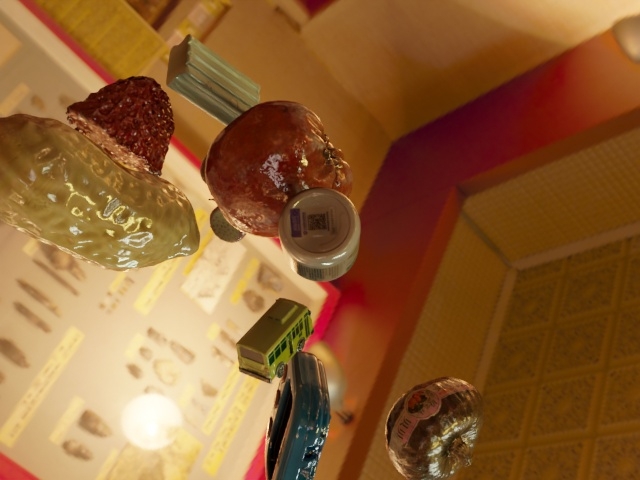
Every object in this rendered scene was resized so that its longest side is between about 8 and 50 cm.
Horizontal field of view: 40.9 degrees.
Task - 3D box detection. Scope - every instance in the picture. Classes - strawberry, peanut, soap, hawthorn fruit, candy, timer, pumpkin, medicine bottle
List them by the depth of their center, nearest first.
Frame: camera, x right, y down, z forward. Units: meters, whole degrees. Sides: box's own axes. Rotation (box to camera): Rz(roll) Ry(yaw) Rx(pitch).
[{"bbox_3d":[-0.278,-0.048,1.054,0.140,0.325,0.153,-55,-132,8],"label":"peanut"},{"bbox_3d":[0.000,0.000,1.474,0.135,0.135,0.215,-50,169,-11],"label":"medicine bottle"},{"bbox_3d":[-0.080,-0.135,1.656,0.284,0.284,0.284,-38,-157,19],"label":"hawthorn fruit"},{"bbox_3d":[-0.365,-0.235,1.694,0.178,0.234,0.234,-54,-157,-12],"label":"strawberry"},{"bbox_3d":[-0.217,-0.318,1.765,0.066,0.198,0.119,-29,-135,33],"label":"soap"},{"bbox_3d":[0.270,0.441,1.946,0.260,0.260,0.189,-48,-131,-5],"label":"pumpkin"},{"bbox_3d":[-0.224,-0.044,2.112,0.103,0.103,0.043,-29,-173,36],"label":"candy"},{"bbox_3d":[-0.061,0.472,2.191,0.309,0.115,0.340,-101,-156,-65],"label":"timer"}]

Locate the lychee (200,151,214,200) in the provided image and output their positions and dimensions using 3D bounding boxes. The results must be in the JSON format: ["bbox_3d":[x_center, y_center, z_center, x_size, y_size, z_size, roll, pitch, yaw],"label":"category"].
[{"bbox_3d":[-0.248,-0.164,2.105,0.101,0.114,0.140,15,-89,39],"label":"lychee"}]

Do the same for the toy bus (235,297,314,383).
[{"bbox_3d":[-0.090,0.198,1.752,0.088,0.101,0.175,15,-139,27],"label":"toy bus"}]
